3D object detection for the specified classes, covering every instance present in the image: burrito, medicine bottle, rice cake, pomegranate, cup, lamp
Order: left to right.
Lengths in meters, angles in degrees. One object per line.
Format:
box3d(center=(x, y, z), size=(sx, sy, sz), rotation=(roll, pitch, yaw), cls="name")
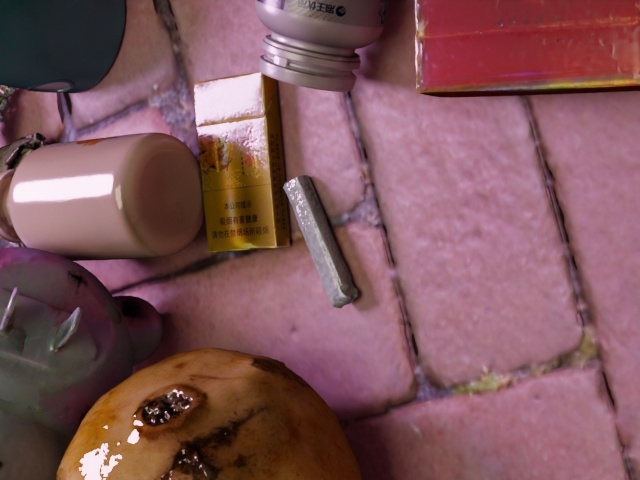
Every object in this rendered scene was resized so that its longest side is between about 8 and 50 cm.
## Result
box3d(center=(-0.331, -0.068, 1.503), size=(0.171, 0.042, 0.051), rotation=(-17, 78, 41), cls="burrito")
box3d(center=(-0.280, 0.142, 1.286), size=(0.247, 0.247, 0.301), rotation=(130, 156, -62), cls="lamp")
box3d(center=(-0.300, -0.224, 1.378), size=(0.300, 0.173, 0.167), rotation=(-14, 84, 40), cls="cup")
box3d(center=(-0.229, -0.036, 1.374), size=(0.252, 0.114, 0.114), rotation=(-3, 92, 39), cls="medicine bottle")
box3d(center=(-0.092, 0.216, 1.210), size=(0.260, 0.260, 0.260), rotation=(4, 97, 39), cls="pomegranate")
box3d(center=(0.000, 0.000, 1.252), size=(0.022, 0.022, 0.121), rotation=(-36, 70, 41), cls="rice cake")
box3d(center=(0.008, -0.221, 1.169), size=(0.107, 0.107, 0.191), rotation=(23, 108, 36), cls="medicine bottle")

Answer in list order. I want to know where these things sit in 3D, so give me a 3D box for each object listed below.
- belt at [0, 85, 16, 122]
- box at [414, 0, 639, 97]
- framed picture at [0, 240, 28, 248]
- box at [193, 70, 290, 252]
box3d(center=(-0.375, -0.082, 1.481), size=(0.065, 0.100, 0.179), rotation=(12, 94, 48), cls="belt")
box3d(center=(0.166, -0.262, 1.049), size=(0.197, 0.089, 0.313), rotation=(2, 95, 37), cls="box")
box3d(center=(-0.350, 0.074, 1.533), size=(0.183, 0.011, 0.142), rotation=(-41, 67, 27), cls="framed picture")
box3d(center=(-0.071, -0.068, 1.301), size=(0.089, 0.022, 0.156), rotation=(-2, 92, 39), cls="box")
